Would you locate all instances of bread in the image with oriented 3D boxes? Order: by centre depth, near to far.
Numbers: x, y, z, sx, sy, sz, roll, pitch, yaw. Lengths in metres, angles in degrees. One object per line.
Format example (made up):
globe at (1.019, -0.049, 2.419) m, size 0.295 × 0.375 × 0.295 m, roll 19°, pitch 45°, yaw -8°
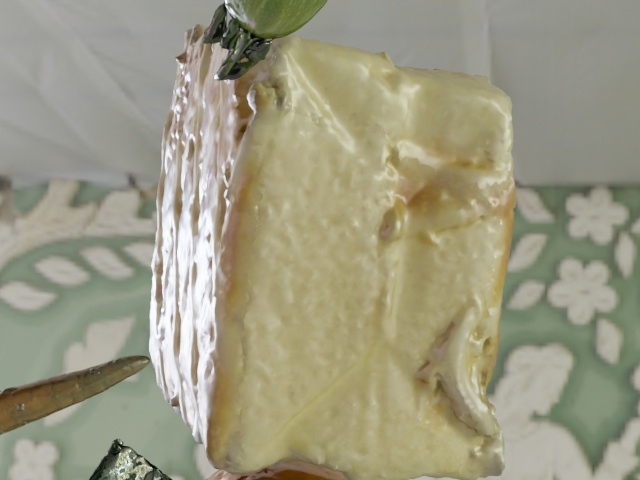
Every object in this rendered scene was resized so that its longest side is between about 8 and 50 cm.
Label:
bread at (0.000, 0.000, 1.242) m, size 0.279 × 0.390 × 0.371 m, roll 1°, pitch 7°, yaw -18°

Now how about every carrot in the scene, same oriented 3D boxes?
carrot at (-0.245, 0.132, 0.983) m, size 0.254 × 0.049 × 0.049 m, roll -21°, pitch -13°, yaw -2°

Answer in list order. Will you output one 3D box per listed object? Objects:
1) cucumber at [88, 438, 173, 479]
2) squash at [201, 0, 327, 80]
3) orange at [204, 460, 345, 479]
cucumber at (-0.202, 0.273, 1.070) m, size 0.063 × 0.244 × 0.115 m, roll 32°, pitch -24°, yaw 6°
squash at (0.003, -0.230, 0.662) m, size 0.071 × 0.318 × 0.080 m, roll 23°, pitch 22°, yaw 32°
orange at (-0.036, 0.390, 1.353) m, size 0.293 × 0.341 × 0.340 m, roll 27°, pitch -17°, yaw -9°
